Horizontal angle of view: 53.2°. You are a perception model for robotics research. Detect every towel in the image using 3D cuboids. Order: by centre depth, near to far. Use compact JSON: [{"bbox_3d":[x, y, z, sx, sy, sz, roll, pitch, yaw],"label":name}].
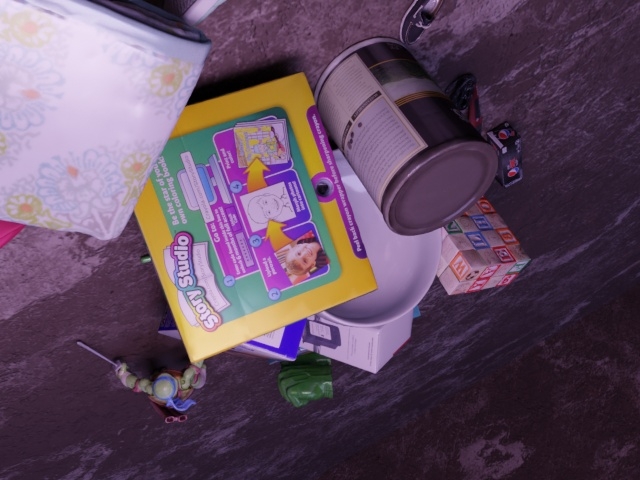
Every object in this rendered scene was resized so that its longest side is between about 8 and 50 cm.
[{"bbox_3d":[-0.355,-0.168,0.747,0.374,0.090,0.320,14,124,-37],"label":"towel"}]

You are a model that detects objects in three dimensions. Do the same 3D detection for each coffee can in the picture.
[{"bbox_3d":[0.133,-0.175,1.063,0.201,0.275,0.201,-21,147,-14],"label":"coffee can"}]

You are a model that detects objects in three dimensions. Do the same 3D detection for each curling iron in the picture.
[{"bbox_3d":[0.307,-0.243,1.328,0.068,0.035,0.274,-27,147,4],"label":"curling iron"}]

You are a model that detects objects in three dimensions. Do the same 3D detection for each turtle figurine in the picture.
[{"bbox_3d":[-0.356,0.272,1.461,0.198,0.275,0.266,-47,171,-14],"label":"turtle figurine"}]

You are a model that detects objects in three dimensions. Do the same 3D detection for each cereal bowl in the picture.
[{"bbox_3d":[0.056,-0.003,1.228,0.339,0.339,0.141,-11,178,-26],"label":"cereal bowl"}]

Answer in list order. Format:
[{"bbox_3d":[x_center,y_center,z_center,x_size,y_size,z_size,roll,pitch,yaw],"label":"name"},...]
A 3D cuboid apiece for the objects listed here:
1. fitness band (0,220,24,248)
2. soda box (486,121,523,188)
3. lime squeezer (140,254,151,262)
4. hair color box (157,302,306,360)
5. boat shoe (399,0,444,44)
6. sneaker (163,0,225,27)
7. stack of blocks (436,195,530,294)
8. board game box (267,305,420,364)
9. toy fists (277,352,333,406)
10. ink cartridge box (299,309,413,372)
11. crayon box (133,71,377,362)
[{"bbox_3d":[-0.558,0.044,0.925,0.291,0.209,0.054,-33,103,14],"label":"fitness band"},{"bbox_3d":[0.423,-0.193,1.462,0.053,0.060,0.169,-31,147,0],"label":"soda box"},{"bbox_3d":[-0.194,0.047,1.284,0.310,0.059,0.110,23,116,-24],"label":"lime squeezer"},{"bbox_3d":[-0.179,0.154,1.222,0.185,0.110,0.339,22,165,-20],"label":"hair color box"},{"bbox_3d":[0.171,-0.371,1.044,0.046,0.038,0.125,-3,139,-35],"label":"boat shoe"},{"bbox_3d":[-0.080,-0.348,0.833,0.256,0.094,0.151,-41,149,20],"label":"sneaker"},{"bbox_3d":[0.278,-0.039,1.340,0.171,0.297,0.087,-6,143,-31],"label":"stack of blocks"},{"bbox_3d":[0.048,0.223,1.637,0.336,0.079,0.254,-12,167,-25],"label":"board game box"},{"bbox_3d":[-0.040,0.357,1.705,0.142,0.279,0.096,-3,103,1],"label":"toy fists"},{"bbox_3d":[0.051,0.164,1.334,0.172,0.237,0.100,-28,127,-54],"label":"ink cartridge box"},{"bbox_3d":[-0.119,-0.039,0.999,0.313,0.363,0.106,-20,-175,-13],"label":"crayon box"}]
